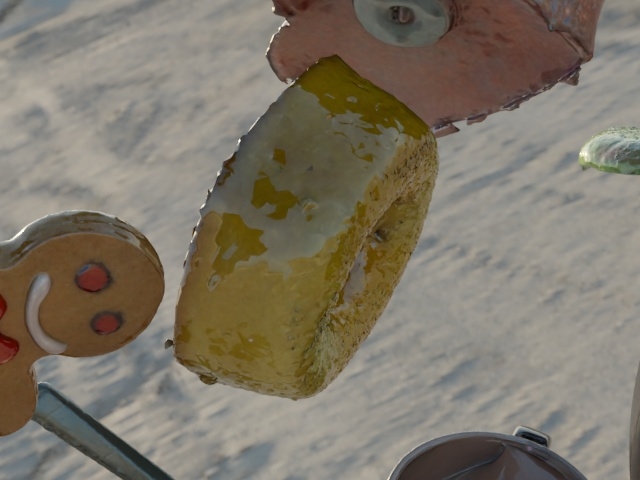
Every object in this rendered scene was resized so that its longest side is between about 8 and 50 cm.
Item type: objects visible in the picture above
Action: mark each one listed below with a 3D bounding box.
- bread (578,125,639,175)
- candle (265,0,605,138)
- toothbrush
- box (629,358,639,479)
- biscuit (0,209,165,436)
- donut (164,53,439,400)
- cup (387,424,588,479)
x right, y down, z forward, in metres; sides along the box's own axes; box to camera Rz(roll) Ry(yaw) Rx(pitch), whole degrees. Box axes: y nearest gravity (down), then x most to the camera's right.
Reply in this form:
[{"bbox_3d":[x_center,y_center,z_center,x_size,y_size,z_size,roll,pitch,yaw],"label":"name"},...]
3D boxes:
[{"bbox_3d":[0.401,-0.085,1.267,0.301,0.045,0.301,1,9,0],"label":"bread"},{"bbox_3d":[0.093,-0.217,1.077,0.287,0.317,0.131,12,65,19],"label":"candle"},{"bbox_3d":[-0.114,0.205,1.033,0.030,0.297,0.030,-57,9,-30],"label":"toothbrush"},{"bbox_3d":[0.316,0.102,0.745,0.301,0.301,0.216,-13,9,32],"label":"box"},{"bbox_3d":[-0.204,0.050,0.690,0.250,0.165,0.036,-15,37,-8],"label":"biscuit"},{"bbox_3d":[-0.001,0.002,0.982,0.108,0.277,0.277,25,35,14],"label":"donut"},{"bbox_3d":[0.142,0.280,1.128,0.191,0.200,0.253,19,42,11],"label":"cup"}]
